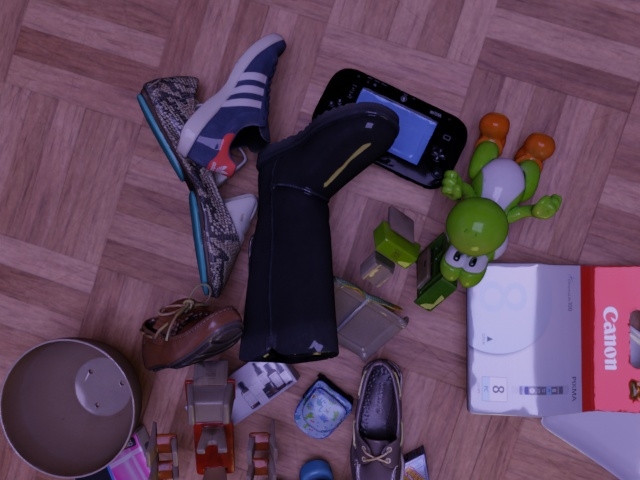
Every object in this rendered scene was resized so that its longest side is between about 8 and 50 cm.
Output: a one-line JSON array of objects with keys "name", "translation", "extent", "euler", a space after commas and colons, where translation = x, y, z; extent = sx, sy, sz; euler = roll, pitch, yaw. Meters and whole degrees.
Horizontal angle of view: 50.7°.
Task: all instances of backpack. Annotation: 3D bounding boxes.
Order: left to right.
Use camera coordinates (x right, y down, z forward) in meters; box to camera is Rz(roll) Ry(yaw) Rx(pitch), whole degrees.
[{"name": "backpack", "translation": [0.001, 0.367, 1.455], "extent": [0.105, 0.084, 0.114], "euler": [38, 97, 5]}]

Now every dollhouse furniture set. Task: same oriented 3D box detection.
[{"name": "dollhouse furniture set", "translation": [-0.223, 0.394, 1.408], "extent": [0.262, 0.135, 0.259], "euler": [0, 118, -6]}, {"name": "dollhouse furniture set", "translation": [0.115, 0.088, 1.412], "extent": [0.198, 0.151, 0.301], "euler": [33, 124, -16]}]

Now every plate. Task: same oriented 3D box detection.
[{"name": "plate", "translation": [0.647, 0.347, 1.415], "extent": [0.277, 0.045, 0.278], "euler": [34, 94, 3]}]

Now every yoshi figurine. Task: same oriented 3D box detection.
[{"name": "yoshi figurine", "translation": [0.334, -0.085, 1.296], "extent": [0.203, 0.204, 0.362], "euler": [44, 60, -33]}]

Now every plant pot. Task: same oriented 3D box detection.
[{"name": "plant pot", "translation": [-0.501, 0.334, 1.447], "extent": [0.284, 0.191, 0.284], "euler": [0, 93, 6]}]

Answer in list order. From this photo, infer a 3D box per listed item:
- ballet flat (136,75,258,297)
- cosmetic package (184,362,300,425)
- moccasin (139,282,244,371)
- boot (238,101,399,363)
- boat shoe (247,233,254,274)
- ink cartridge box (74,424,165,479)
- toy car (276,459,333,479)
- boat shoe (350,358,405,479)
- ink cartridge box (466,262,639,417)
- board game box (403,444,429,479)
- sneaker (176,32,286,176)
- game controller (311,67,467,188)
[{"name": "ballet flat", "translation": [-0.234, -0.128, 1.437], "extent": [0.182, 0.164, 0.482], "euler": [-19, 88, -13]}, {"name": "cosmetic package", "translation": [-0.171, 0.331, 1.482], "extent": [0.239, 0.060, 0.099], "euler": [-36, 88, 5]}, {"name": "moccasin", "translation": [-0.271, 0.174, 1.360], "extent": [0.139, 0.380, 0.147], "euler": [-17, 87, -29]}, {"name": "boot", "translation": [-0.001, 0.001, 1.276], "extent": [0.146, 0.367, 0.445], "euler": [21, 63, -35]}, {"name": "boat shoe", "translation": [-0.130, 0.060, 1.474], "extent": [0.056, 0.049, 0.152], "euler": [-8, 91, 6]}, {"name": "ink cartridge box", "translation": [-0.418, 0.618, 1.516], "extent": [0.176, 0.069, 0.370], "euler": [-21, 92, 6]}, {"name": "toy car", "translation": [-0.007, 0.642, 1.436], "extent": [0.210, 0.219, 0.238], "euler": [-28, 118, 5]}, {"name": "boat shoe", "translation": [0.118, 0.409, 1.404], "extent": [0.117, 0.097, 0.324], "euler": [3, 78, 13]}, {"name": "ink cartridge box", "translation": [0.492, 0.200, 1.369], "extent": [0.385, 0.091, 0.308], "euler": [0, 87, 14]}, {"name": "board game box", "translation": [0.185, 0.549, 1.457], "extent": [0.194, 0.060, 0.194], "euler": [-43, 88, 6]}, {"name": "sneaker", "translation": [-0.143, -0.273, 1.390], "extent": [0.148, 0.131, 0.350], "euler": [35, 67, -5]}, {"name": "game controller", "translation": [0.146, -0.238, 1.431], "extent": [0.319, 0.067, 0.166], "euler": [26, 94, 3]}]
